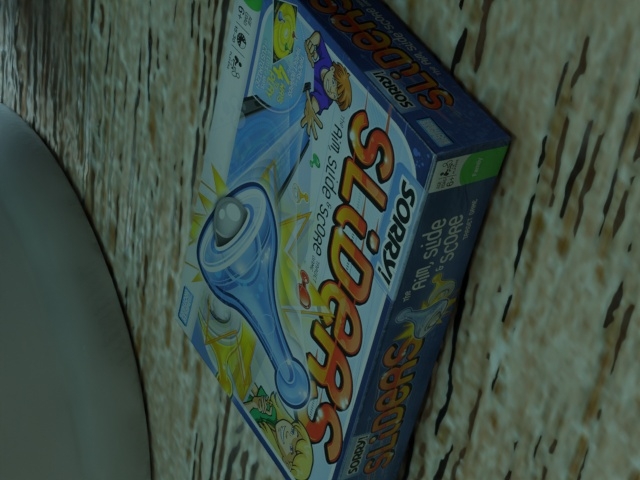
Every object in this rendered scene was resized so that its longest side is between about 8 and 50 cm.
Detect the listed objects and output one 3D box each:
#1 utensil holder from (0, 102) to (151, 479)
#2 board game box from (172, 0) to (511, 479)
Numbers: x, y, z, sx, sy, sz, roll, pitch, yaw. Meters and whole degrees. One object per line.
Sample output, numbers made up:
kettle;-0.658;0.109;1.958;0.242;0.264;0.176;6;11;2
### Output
utensil holder;-0.339;0.112;0.960;0.328;0.386;0.327;33;129;51
board game box;0.000;0.000;0.682;0.136;0.035;0.201;51;142;36
